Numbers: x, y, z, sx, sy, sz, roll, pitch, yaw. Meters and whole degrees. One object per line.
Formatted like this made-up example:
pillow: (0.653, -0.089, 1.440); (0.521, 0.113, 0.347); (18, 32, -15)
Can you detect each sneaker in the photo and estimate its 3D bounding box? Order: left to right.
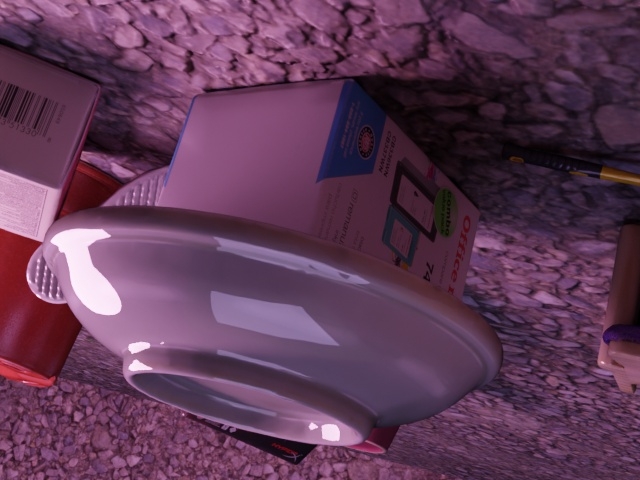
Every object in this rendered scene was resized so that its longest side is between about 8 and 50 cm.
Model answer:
sneaker: (-0.204, -0.030, 1.187); (0.282, 0.102, 0.161); (-22, -171, 9)

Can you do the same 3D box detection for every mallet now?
mallet: (0.251, -0.062, 0.863); (0.189, 0.039, 0.062); (17, 163, 12)

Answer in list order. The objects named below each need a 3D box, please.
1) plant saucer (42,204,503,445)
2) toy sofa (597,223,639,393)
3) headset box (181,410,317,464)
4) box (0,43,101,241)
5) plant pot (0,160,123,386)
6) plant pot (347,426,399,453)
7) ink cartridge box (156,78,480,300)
plant saucer: (-0.052, 0.098, 0.848); (0.400, 0.101, 0.400); (14, 161, 5)
toy sofa: (0.448, 0.079, 0.907); (0.362, 0.150, 0.177); (7, 162, 27)
headset box: (-0.023, 0.134, 1.315); (0.218, 0.293, 0.110); (34, -164, -38)
box: (-0.339, -0.102, 1.089); (0.148, 0.127, 0.232); (21, 161, -13)
plant pot: (-0.404, 0.039, 1.330); (0.272, 0.265, 0.272); (14, 161, 5)
plant pot: (0.070, 0.248, 1.656); (0.201, 0.180, 0.201); (15, 160, 5)
ink cartridge box: (0.000, 0.000, 0.987); (0.197, 0.198, 0.270); (0, 156, 36)
